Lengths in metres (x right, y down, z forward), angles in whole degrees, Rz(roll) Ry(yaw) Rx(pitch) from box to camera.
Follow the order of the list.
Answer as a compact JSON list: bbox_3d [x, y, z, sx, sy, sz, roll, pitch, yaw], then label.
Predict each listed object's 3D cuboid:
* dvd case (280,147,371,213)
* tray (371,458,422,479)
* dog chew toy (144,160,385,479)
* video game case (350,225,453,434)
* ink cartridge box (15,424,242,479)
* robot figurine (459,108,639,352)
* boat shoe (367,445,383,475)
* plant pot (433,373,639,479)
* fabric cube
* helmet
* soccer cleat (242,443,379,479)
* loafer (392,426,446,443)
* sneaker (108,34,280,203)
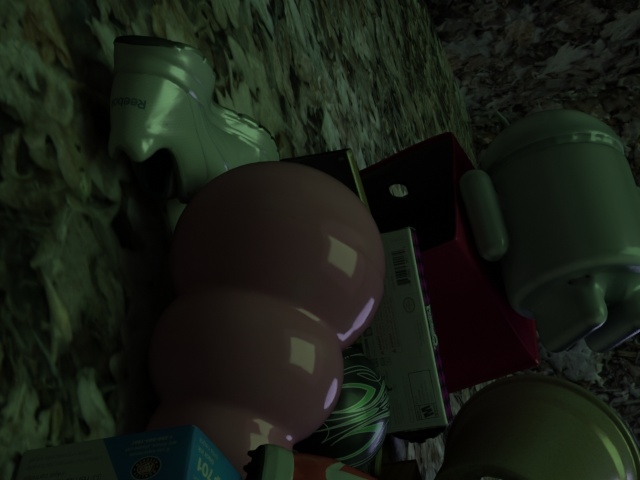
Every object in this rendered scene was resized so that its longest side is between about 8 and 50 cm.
[{"bbox_3d":[0.000,0.000,1.165,0.018,0.165,0.221,-37,115,-48],"label":"dvd case"},{"bbox_3d":[0.145,0.563,1.385,0.203,0.076,0.410,-42,117,-71],"label":"tray"},{"bbox_3d":[-0.063,0.094,0.840,0.206,0.207,0.331,55,46,-52],"label":"dog chew toy"},{"bbox_3d":[0.032,0.118,1.095,0.042,0.210,0.232,10,68,-71],"label":"video game case"},{"bbox_3d":[-0.136,0.226,0.589,0.190,0.140,0.082,-86,157,-44],"label":"ink cartridge box"},{"bbox_3d":[0.328,-0.029,1.244,0.200,0.300,0.353,131,-42,-52],"label":"robot figurine"},{"bbox_3d":[0.066,0.278,1.374,0.056,0.049,0.152,87,0,-47],"label":"boat shoe"},{"bbox_3d":[0.301,0.399,1.408,0.305,0.334,0.333,-10,88,-64],"label":"plant pot"},{"bbox_3d":[0.145,0.047,1.353,0.258,0.254,0.259,50,29,-30],"label":"fabric cube"},{"bbox_3d":[-0.006,0.182,0.983,0.169,0.162,0.169,169,-90,-87],"label":"helmet"},{"bbox_3d":[-0.029,0.294,0.746,0.108,0.117,0.318,-85,-172,-56],"label":"soccer cleat"},{"bbox_3d":[0.137,0.290,1.569,0.109,0.095,0.302,52,0,26],"label":"loafer"},{"bbox_3d":[-0.134,-0.088,0.937,0.297,0.111,0.129,42,59,-62],"label":"sneaker"}]
